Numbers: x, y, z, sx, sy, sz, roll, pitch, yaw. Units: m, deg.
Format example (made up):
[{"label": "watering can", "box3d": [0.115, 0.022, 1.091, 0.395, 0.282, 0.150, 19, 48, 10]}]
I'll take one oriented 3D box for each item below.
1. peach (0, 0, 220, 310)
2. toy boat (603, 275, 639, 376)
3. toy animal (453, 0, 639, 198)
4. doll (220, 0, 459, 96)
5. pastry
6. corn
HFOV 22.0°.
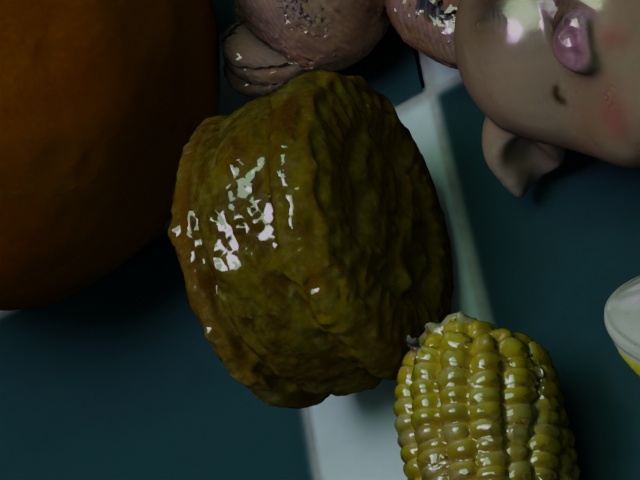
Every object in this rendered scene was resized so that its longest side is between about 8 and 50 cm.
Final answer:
[{"label": "peach", "box3d": [-0.232, -0.107, 1.059, 0.343, 0.343, 0.301, 39, 120, 41]}, {"label": "toy boat", "box3d": [0.270, 0.054, 0.745, 0.269, 0.141, 0.140, -10, 63, 32]}, {"label": "toy animal", "box3d": [0.186, -0.122, 0.865, 0.250, 0.154, 0.166, -7, 83, 25]}, {"label": "doll", "box3d": [0.065, -0.207, 0.999, 0.303, 0.156, 0.201, -10, 63, 28]}, {"label": "pastry", "box3d": [0.000, 0.000, 0.926, 0.103, 0.189, 0.188, -17, 60, 27]}, {"label": "corn", "box3d": [0.095, 0.179, 0.825, 0.101, 0.101, 0.291, -22, 59, 27]}]
